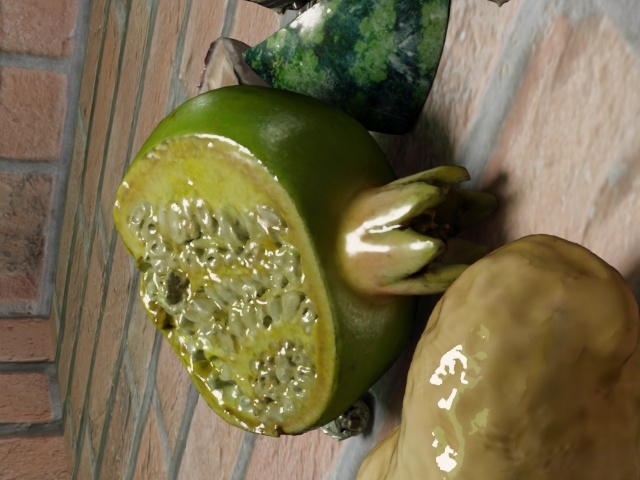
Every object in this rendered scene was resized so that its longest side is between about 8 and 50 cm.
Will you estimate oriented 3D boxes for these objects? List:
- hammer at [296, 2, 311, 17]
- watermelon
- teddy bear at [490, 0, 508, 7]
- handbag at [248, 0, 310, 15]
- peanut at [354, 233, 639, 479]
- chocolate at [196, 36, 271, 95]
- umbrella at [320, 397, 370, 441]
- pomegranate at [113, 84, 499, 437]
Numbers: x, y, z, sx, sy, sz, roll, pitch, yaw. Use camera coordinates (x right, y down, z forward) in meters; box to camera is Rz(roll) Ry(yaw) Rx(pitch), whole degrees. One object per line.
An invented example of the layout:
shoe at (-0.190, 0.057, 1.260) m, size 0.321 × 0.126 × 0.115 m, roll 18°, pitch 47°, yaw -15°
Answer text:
hammer at (-0.030, -0.229, 1.262) m, size 0.103 × 0.029 × 0.246 m, roll -125°, pitch 40°, yaw -56°
watermelon at (0.032, -0.225, 0.990) m, size 0.207 × 0.136 × 0.202 m, roll -58°, pitch 40°, yaw 27°
teddy bear at (0.135, -0.264, 0.682) m, size 0.267 × 0.151 × 0.236 m, roll 160°, pitch 116°, yaw -72°
handbag at (-0.103, -0.408, 1.042) m, size 0.162 × 0.327 × 0.325 m, roll -2°, pitch 85°, yaw 38°
peanut at (0.110, 0.174, 0.695) m, size 0.192 × 0.169 × 0.387 m, roll -116°, pitch 38°, yaw -57°
chocolate at (-0.056, -0.079, 1.209) m, size 0.303 × 0.100 × 0.185 m, roll 65°, pitch 144°, yaw 32°
umbrella at (0.002, 0.168, 1.106) m, size 0.067 × 0.062 × 0.143 m, roll -55°, pitch 30°, yaw -12°
pomegranate at (0.000, 0.000, 0.942) m, size 0.358 × 0.216 × 0.310 m, roll -11°, pitch 100°, yaw 35°
